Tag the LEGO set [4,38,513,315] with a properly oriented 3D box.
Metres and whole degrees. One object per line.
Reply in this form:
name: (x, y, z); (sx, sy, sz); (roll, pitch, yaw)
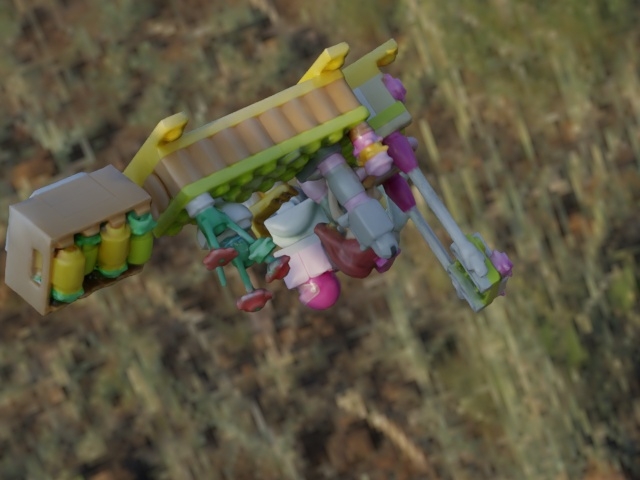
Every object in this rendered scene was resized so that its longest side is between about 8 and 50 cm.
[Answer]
LEGO set: (0.000, 0.000, 0.781); (0.132, 0.107, 0.287); (-37, -10, 18)
